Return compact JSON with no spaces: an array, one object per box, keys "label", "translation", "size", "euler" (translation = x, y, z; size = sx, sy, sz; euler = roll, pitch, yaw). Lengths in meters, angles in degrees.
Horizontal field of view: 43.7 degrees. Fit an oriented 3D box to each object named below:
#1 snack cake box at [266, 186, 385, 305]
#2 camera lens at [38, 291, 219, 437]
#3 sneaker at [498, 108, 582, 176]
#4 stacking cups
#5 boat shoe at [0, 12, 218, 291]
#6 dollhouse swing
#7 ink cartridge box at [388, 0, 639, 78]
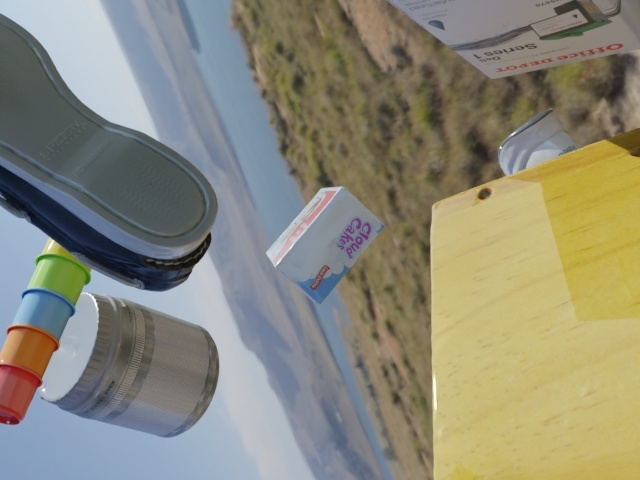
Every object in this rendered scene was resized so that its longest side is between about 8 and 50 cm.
[{"label":"snack cake box","translation":[0.000,0.000,1.245],"size":[0.089,0.152,0.264],"euler":[42,179,-7]},{"label":"camera lens","translation":[-0.340,0.228,1.451],"size":[0.274,0.219,0.219],"euler":[27,-158,-39]},{"label":"sneaker","translation":[0.313,-0.050,1.084],"size":[0.129,0.111,0.297],"euler":[54,180,28]},{"label":"stacking cups","translation":[-0.426,0.121,1.206],"size":[0.096,0.096,0.316],"euler":[74,-155,-53]},{"label":"boat shoe","translation":[-0.214,-0.069,0.593],"size":[0.302,0.114,0.091],"euler":[40,142,7]},{"label":"dollhouse swing","translation":[0.247,0.153,0.757],"size":[0.305,0.315,0.346],"euler":[50,-149,-35]},{"label":"ink cartridge box","translation":[0.174,-0.228,0.693],"size":[0.219,0.160,0.092],"euler":[16,-106,-51]}]
